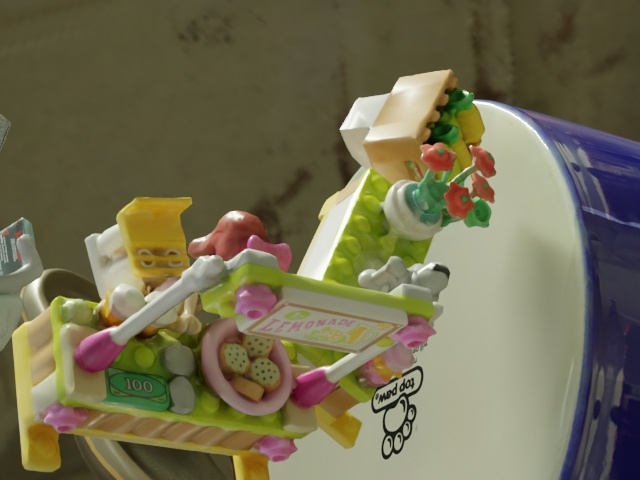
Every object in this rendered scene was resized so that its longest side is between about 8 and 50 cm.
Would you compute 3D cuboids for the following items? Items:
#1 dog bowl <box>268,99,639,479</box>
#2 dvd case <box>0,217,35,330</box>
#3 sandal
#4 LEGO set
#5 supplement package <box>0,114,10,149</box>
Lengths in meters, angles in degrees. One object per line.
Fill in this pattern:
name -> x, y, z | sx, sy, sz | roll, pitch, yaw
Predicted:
dog bowl -> 0.075, 0.077, 0.816 | 0.104, 0.265, 0.265 | 16, -73, -26
dvd case -> -0.243, 0.046, 1.316 | 0.119, 0.087, 0.013 | -32, -43, 17
sandal -> -0.058, 0.062, 0.716 | 0.049, 0.180, 0.072 | -50, -40, 13
LEGO set -> 0.000, 0.000, 0.626 | 0.287, 0.132, 0.107 | -15, -16, -46
supplement package -> -0.334, -0.044, 1.129 | 0.203, 0.194, 0.149 | -25, -34, -57
